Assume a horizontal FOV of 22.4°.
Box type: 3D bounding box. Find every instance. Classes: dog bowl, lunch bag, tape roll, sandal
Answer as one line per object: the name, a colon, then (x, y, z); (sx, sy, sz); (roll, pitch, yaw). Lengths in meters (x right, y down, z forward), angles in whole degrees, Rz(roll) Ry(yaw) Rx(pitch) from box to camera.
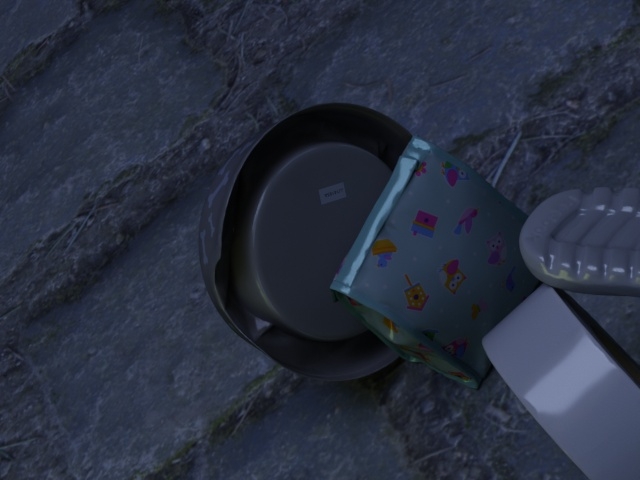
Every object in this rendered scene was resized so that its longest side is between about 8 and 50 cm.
dog bowl: (0.000, 0.000, 2.048); (0.102, 0.349, 0.349); (4, 64, 56)
lunch bag: (0.133, 0.023, 1.959); (0.160, 0.262, 0.223); (21, 77, 47)
tape roll: (0.299, 0.174, 1.692); (0.100, 0.286, 0.286); (-44, 42, 8)
sandal: (0.404, 0.033, 1.614); (0.416, 0.102, 0.169); (15, 54, 30)
